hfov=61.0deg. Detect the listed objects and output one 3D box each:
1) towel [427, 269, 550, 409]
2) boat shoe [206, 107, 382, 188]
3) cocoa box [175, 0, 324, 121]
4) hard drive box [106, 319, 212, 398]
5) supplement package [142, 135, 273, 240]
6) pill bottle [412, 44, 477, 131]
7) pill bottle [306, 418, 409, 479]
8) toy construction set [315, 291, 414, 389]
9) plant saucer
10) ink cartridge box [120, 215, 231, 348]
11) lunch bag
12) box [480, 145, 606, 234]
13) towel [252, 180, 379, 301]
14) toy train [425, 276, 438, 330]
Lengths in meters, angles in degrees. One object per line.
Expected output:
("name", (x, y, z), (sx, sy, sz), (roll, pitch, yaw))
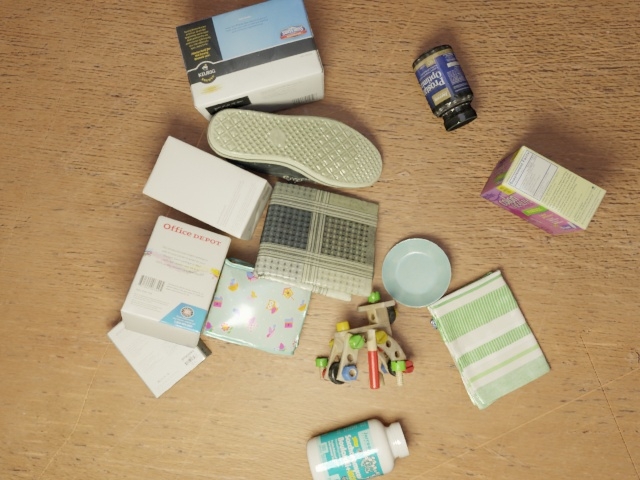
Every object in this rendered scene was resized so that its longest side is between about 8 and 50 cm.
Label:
("towel", (0.474, 0.276, 1.530), (0.248, 0.038, 0.325), (-26, 89, -7))
("boat shoe", (-0.068, -0.255, 1.533), (0.500, 0.156, 0.187), (9, 85, -12))
("cocoa box", (-0.183, -0.487, 1.502), (0.347, 0.231, 0.228), (-15, 86, 1))
("hard drive box", (-0.455, 0.294, 1.544), (0.181, 0.089, 0.232), (-39, 87, -1))
("supplement package", (-0.305, -0.140, 1.516), (0.293, 0.177, 0.175), (25, 89, 2))
("pill bottle", (0.357, -0.427, 1.539), (0.122, 0.123, 0.219), (-24, 86, 0))
("pill bottle", (0.104, 0.580, 1.487), (0.264, 0.146, 0.146), (-18, 87, 1))
("toy construction set", (0.125, 0.254, 1.439), (0.257, 0.309, 0.237), (-2, 82, -6))
("plant saucer", (0.273, 0.093, 1.546), (0.195, 0.037, 0.195), (-2, 82, 17))
("ink cartridge box", (-0.378, 0.114, 1.439), (0.198, 0.197, 0.270), (18, 64, -8))
("lunch bag", (-0.165, 0.185, 1.504), (0.262, 0.160, 0.223), (17, 87, -6))
("box", (0.591, -0.127, 1.472), (0.243, 0.213, 0.117), (30, 88, 2))
("towel", (0.000, 0.000, 1.498), (0.324, 0.056, 0.312), (13, 59, -6))
("toy train", (0.324, 0.184, 1.558), (0.036, 0.027, 0.158), (-10, 87, 5))
